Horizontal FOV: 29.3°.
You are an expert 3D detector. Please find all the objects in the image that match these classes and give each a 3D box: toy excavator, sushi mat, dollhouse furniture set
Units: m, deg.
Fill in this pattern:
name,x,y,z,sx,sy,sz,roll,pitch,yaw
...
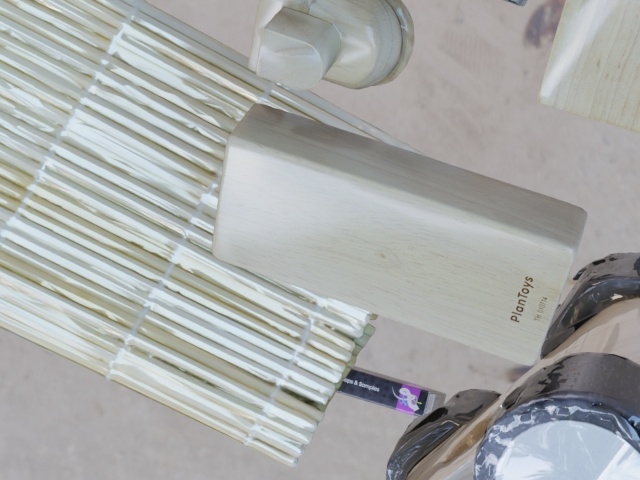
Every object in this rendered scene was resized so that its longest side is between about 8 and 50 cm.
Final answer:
name,x,y,z,sx,sy,sz,roll,pitch,yaw
toy excavator,0.279,0.205,0.652,0.445,0.222,0.433,46,117,2
sushi mat,-0.109,-0.035,0.508,0.317,0.019,0.151,27,82,-13
dollhouse furniture set,0.060,-0.064,0.404,0.144,0.123,0.151,19,128,10

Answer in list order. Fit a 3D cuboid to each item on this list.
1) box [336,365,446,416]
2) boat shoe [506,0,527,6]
name,x,y,z,sx,sy,sz,roll,pitch,yaw
box,0.034,0.136,1.184,0.162,0.116,0.029,14,86,15
boat shoe,0.083,-0.257,1.071,0.219,0.078,0.070,15,102,2
